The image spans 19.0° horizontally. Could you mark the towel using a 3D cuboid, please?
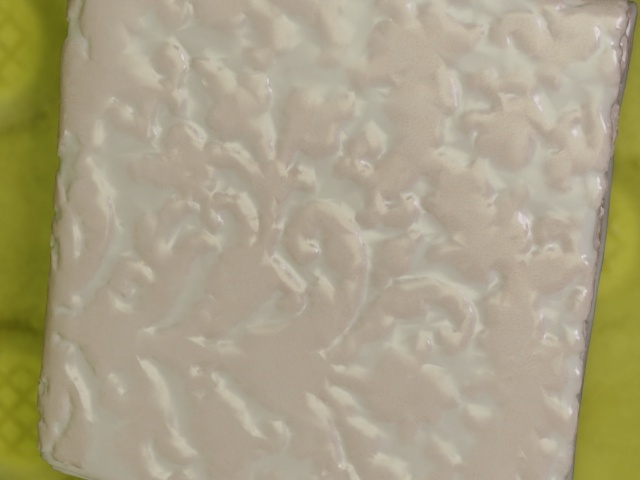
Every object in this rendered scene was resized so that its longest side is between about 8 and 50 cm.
[{"bbox_3d":[0.000,0.000,1.066,0.317,0.053,0.332,10,106,12],"label":"towel"}]
